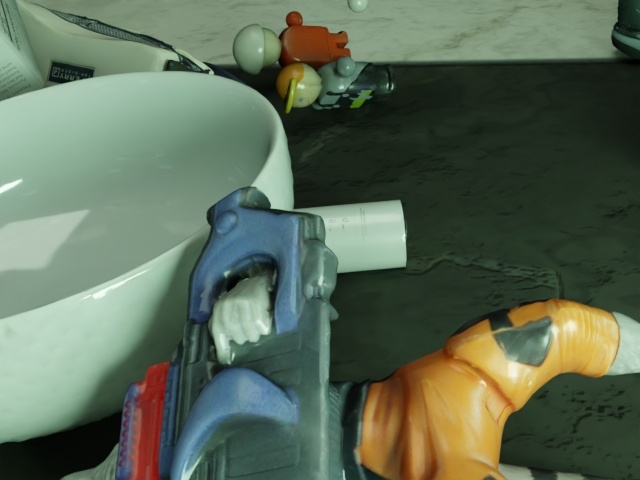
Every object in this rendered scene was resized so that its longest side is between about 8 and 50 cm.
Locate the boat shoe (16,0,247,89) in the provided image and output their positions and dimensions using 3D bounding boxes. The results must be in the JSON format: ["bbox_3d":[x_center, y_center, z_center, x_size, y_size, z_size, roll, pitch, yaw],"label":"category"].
[{"bbox_3d":[-0.238,-0.169,1.024,0.340,0.127,0.158,23,9,29],"label":"boat shoe"}]

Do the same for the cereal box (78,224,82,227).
[{"bbox_3d":[-0.279,-0.042,0.892,0.240,0.047,0.173,4,31,18],"label":"cereal box"}]

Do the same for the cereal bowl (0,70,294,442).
[{"bbox_3d":[-0.176,0.017,0.649,0.338,0.141,0.339,-10,30,6],"label":"cereal bowl"}]

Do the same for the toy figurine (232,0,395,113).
[{"bbox_3d":[-0.008,-0.257,1.071,0.148,0.213,0.209,-3,31,-21],"label":"toy figurine"}]

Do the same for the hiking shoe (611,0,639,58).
[{"bbox_3d":[0.497,-0.287,1.119,0.304,0.132,0.113,-6,28,-2],"label":"hiking shoe"}]

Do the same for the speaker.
[{"bbox_3d":[0.000,0.000,0.759,0.136,0.055,0.055,-6,28,0],"label":"speaker"}]

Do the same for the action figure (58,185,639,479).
[{"bbox_3d":[0.029,0.149,0.439,0.330,0.178,0.341,-2,57,18],"label":"action figure"}]

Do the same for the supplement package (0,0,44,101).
[{"bbox_3d":[-0.420,-0.177,0.886,0.261,0.145,0.204,-30,49,1],"label":"supplement package"}]
